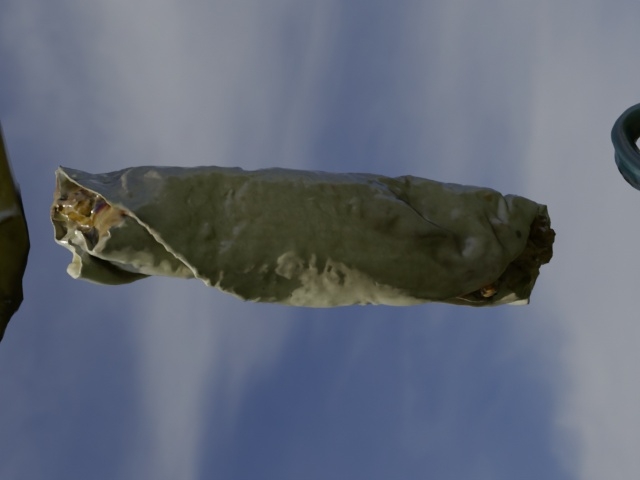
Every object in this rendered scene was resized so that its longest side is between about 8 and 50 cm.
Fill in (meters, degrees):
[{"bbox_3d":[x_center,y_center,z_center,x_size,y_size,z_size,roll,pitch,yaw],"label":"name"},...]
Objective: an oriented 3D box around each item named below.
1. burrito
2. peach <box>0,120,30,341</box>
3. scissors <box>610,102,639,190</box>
[{"bbox_3d":[0.000,0.000,1.198,0.076,0.392,0.117,118,149,-48],"label":"burrito"},{"bbox_3d":[-0.280,0.006,0.657,0.306,0.242,0.380,52,-132,-52],"label":"peach"},{"bbox_3d":[0.294,-0.032,0.967,0.138,0.289,0.041,-32,-51,-11],"label":"scissors"}]
